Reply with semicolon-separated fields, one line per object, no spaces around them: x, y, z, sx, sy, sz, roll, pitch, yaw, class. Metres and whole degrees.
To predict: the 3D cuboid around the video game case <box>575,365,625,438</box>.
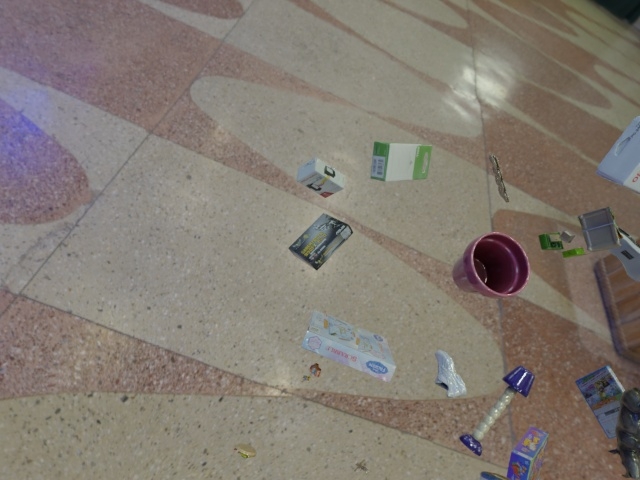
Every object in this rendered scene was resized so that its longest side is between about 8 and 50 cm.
0.816;0.457;1.165;0.015;0.119;0.167;0;52;-23;video game case

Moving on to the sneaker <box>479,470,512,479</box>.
0.529;0.722;1.084;0.111;0.296;0.131;18;74;-7;sneaker

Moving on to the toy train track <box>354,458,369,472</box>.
0.133;0.711;1.285;0.048;0.083;0.014;-38;91;-23;toy train track

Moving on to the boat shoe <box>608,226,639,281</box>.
0.931;0.035;1.244;0.228;0.080;0.076;37;48;-9;boat shoe

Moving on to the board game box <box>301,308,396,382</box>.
0.100;0.371;1.506;0.317;0.066;0.318;22;5;2;board game box

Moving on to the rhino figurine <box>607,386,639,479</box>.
0.747;0.462;0.975;0.072;0.244;0.106;0;17;-2;rhino figurine

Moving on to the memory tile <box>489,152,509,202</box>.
0.548;-0.193;1.267;0.113;0.012;0.148;-60;130;-66;memory tile

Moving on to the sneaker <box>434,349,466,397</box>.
0.565;0.608;1.880;0.115;0.091;0.232;-19;44;-3;sneaker

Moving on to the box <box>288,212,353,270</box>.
0.000;0.000;1.754;0.231;0.056;0.183;-45;40;-13;box

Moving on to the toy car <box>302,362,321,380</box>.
-0.039;0.541;1.646;0.040;0.122;0.060;14;32;-23;toy car

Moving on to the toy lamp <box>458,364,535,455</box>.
0.505;0.477;1.167;0.080;0.080;0.275;36;90;1;toy lamp

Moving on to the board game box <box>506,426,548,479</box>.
0.890;0.983;1.782;0.346;0.078;0.234;4;96;-51;board game box

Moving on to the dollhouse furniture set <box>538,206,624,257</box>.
0.522;-0.009;0.816;0.058;0.151;0.076;-2;76;-30;dollhouse furniture set

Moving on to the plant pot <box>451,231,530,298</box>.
0.521;0.093;1.314;0.201;0.180;0.202;4;74;-13;plant pot

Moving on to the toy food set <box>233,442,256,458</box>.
-0.268;0.750;1.470;0.082;0.083;0.020;32;76;-47;toy food set

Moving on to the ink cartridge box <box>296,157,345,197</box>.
0.001;-0.270;1.795;0.175;0.127;0.073;25;58;-35;ink cartridge box

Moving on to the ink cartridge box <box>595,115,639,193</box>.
0.573;-0.130;0.702;0.150;0.109;0.063;15;26;-21;ink cartridge box

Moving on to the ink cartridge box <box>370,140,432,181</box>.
0.244;-0.238;1.235;0.209;0.109;0.062;-10;22;-41;ink cartridge box
